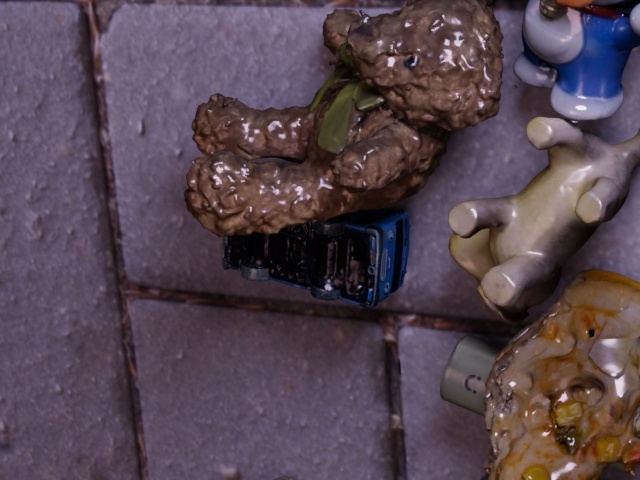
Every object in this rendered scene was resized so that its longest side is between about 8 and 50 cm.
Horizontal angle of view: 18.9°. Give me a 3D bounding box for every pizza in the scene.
[{"bbox_3d":[0.235,0.160,1.801,0.189,0.071,0.297,38,87,29],"label":"pizza"}]

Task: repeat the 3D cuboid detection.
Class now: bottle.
[{"bbox_3d":[0.222,0.160,1.890,0.201,0.072,0.072,21,116,22],"label":"bottle"}]

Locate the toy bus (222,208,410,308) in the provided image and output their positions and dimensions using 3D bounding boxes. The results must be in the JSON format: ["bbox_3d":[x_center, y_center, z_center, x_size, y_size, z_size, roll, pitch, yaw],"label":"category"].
[{"bbox_3d":[0.000,0.000,1.938,0.184,0.106,0.090,15,110,30],"label":"toy bus"}]

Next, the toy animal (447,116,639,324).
[{"bbox_3d":[0.199,-0.017,1.784,0.121,0.168,0.233,53,124,18],"label":"toy animal"}]

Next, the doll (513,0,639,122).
[{"bbox_3d":[0.236,-0.239,1.697,0.215,0.161,0.257,39,128,42],"label":"doll"}]

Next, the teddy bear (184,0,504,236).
[{"bbox_3d":[0.020,-0.130,1.813,0.296,0.246,0.223,1,130,-1],"label":"teddy bear"}]

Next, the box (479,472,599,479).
[{"bbox_3d":[0.284,0.304,1.830,0.343,0.200,0.065,4,111,28],"label":"box"}]

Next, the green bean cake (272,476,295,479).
[{"bbox_3d":[-0.029,0.354,2.075,0.179,0.109,0.085,49,124,6],"label":"green bean cake"}]
